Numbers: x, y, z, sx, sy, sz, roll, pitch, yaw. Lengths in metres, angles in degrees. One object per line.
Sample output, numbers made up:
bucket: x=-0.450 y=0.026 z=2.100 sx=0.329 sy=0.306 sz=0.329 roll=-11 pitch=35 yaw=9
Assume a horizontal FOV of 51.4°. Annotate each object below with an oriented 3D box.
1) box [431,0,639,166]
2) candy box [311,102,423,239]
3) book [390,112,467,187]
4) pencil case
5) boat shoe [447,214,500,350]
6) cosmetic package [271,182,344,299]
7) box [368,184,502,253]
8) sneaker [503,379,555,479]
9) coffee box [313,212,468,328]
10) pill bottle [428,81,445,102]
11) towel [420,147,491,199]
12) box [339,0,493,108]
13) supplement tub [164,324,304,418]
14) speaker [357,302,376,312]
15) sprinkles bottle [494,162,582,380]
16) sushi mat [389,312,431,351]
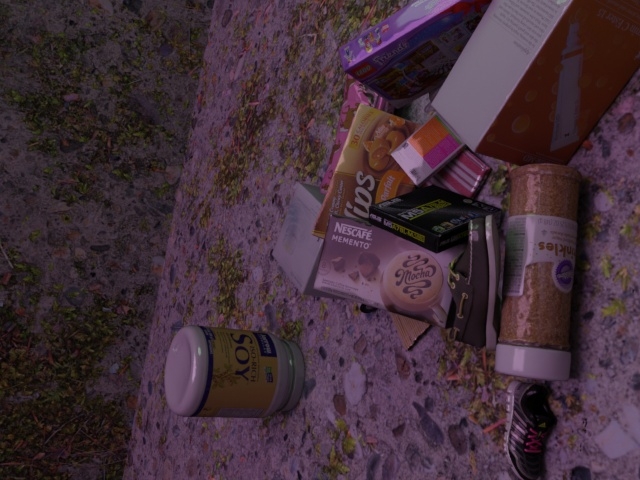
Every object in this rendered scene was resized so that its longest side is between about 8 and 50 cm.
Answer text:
box: x=0.386 y=-0.310 z=1.122 sx=0.345 sy=0.214 sz=0.168 roll=-61 pitch=36 yaw=29
candy box: x=0.121 y=-0.128 z=1.507 sx=0.087 sy=0.182 sz=0.317 roll=-24 pitch=-45 yaw=-78
book: x=0.233 y=-0.194 z=1.407 sx=0.144 sy=0.035 sz=0.096 roll=-40 pitch=67 yaw=11
pencil case: x=0.110 y=-0.274 z=1.628 sx=0.160 sy=0.167 sz=0.387 roll=17 pitch=97 yaw=25
boat shoe: x=0.267 y=0.081 z=1.167 sx=0.109 sy=0.091 sz=0.305 roll=-69 pitch=-25 yaw=-44
cosmetic package: x=0.000 y=0.000 z=1.742 sx=0.224 sy=0.138 sz=0.225 roll=47 pitch=122 yaw=54
box: x=0.224 y=-0.048 z=1.304 sx=0.184 sy=0.190 sz=0.045 roll=30 pitch=129 yaw=43
sneaker: x=0.357 y=0.320 z=1.127 sx=0.074 sy=0.063 sz=0.171 roll=-32 pitch=50 yaw=59
coffee box: x=0.152 y=0.057 z=1.364 sx=0.297 sy=0.118 sz=0.168 roll=15 pitch=94 yaw=27
pill bottle: x=0.290 y=-0.397 z=1.396 sx=0.124 sy=0.124 sz=0.222 roll=-15 pitch=68 yaw=56
towel: x=0.276 y=-0.104 z=1.428 sx=0.144 sy=0.029 sz=0.197 roll=54 pitch=127 yaw=47
box: x=0.210 y=-0.367 z=1.241 sx=0.293 sy=0.200 sz=0.057 roll=-24 pitch=65 yaw=30
supplement tub: x=-0.235 y=0.364 z=1.829 sx=0.241 sy=0.331 sz=0.241 roll=-23 pitch=62 yaw=54
speaker: x=0.099 y=0.109 z=1.624 sx=0.055 sy=0.055 sz=0.136 roll=-58 pitch=38 yaw=32
sprinkles bottle: x=0.370 y=0.054 z=1.130 sx=0.121 sy=0.121 sz=0.356 roll=-5 pitch=77 yaw=58
sushi mat: x=0.183 y=0.086 z=1.529 sx=0.151 sy=0.019 sz=0.317 roll=-57 pitch=38 yaw=34
